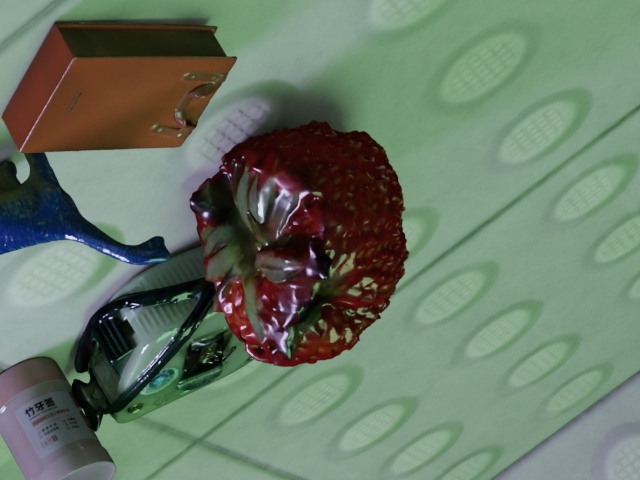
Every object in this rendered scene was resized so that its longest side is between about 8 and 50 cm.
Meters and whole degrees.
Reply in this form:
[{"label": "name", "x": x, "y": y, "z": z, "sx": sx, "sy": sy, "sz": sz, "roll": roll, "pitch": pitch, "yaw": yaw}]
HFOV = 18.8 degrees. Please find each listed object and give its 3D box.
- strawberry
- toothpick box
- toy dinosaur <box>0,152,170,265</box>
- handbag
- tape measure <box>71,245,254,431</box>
[{"label": "strawberry", "x": -0.002, "y": -0.004, "z": 2.042, "sx": 0.257, "sy": 0.261, "sz": 0.261, "roll": -7, "pitch": 145, "yaw": -35}, {"label": "toothpick box", "x": -0.306, "y": 0.219, "z": 2.169, "sx": 0.098, "sy": 0.149, "sz": 0.098, "roll": -27, "pitch": 155, "yaw": -14}, {"label": "toy dinosaur", "x": -0.284, "y": 0.001, "z": 1.757, "sx": 0.247, "sy": 0.188, "sz": 0.075, "roll": -25, "pitch": 147, "yaw": -16}, {"label": "handbag", "x": -0.182, "y": -0.140, "z": 1.774, "sx": 0.190, "sy": 0.063, "sz": 0.127, "roll": -5, "pitch": 142, "yaw": -43}, {"label": "tape measure", "x": -0.169, "y": 0.110, "z": 2.185, "sx": 0.235, "sy": 0.115, "sz": 0.207, "roll": -24, "pitch": 156, "yaw": -19}]
